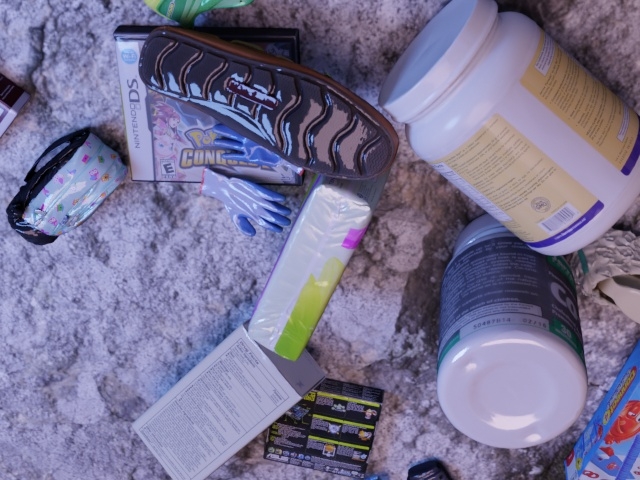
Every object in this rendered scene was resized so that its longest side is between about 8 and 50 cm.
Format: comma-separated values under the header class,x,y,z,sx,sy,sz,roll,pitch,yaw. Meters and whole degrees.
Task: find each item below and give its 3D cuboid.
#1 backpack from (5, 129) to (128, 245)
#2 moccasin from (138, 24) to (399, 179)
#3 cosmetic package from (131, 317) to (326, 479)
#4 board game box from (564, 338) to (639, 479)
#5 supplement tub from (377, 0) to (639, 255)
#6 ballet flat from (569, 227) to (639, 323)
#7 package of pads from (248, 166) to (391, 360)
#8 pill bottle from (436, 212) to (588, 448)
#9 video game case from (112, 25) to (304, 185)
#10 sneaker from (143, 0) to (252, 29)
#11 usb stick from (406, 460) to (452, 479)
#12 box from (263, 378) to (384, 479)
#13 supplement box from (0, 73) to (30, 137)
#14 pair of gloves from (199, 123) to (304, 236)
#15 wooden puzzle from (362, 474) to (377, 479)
class,x,y,z,sx,sy,sz,roll,pitch,yaw
backpack,-0.390,-0.085,1.790,0.182,0.152,0.115,-43,113,14
moccasin,-0.066,-0.193,1.606,0.380,0.147,0.139,19,108,13
cosmetic package,-0.158,0.273,1.953,0.309,0.113,0.160,-41,84,26
board game box,0.618,0.344,1.937,0.308,0.086,0.302,19,122,-4
supplement tub,0.269,-0.162,1.589,0.331,0.241,0.241,38,118,-15
ballet flat,0.565,0.114,1.781,0.409,0.147,0.147,23,121,-7
package of pads,0.000,0.000,1.729,0.101,0.229,0.296,26,119,-2
pill bottle,0.275,0.114,1.683,0.204,0.361,0.204,3,122,5
video game case,-0.165,-0.201,1.742,0.275,0.035,0.248,2,121,6
sneaker,-0.112,-0.399,1.590,0.295,0.109,0.123,-30,130,24
usb stick,0.247,0.515,2.112,0.077,0.045,0.278,-22,115,20
box,0.003,0.327,2.033,0.190,0.045,0.184,11,119,2
supplement box,-0.582,-0.236,1.753,0.239,0.073,0.130,37,118,-15
pair of gloves,-0.103,-0.099,1.744,0.159,0.023,0.198,25,118,8
wooden puzzle,0.094,0.464,2.096,0.078,0.014,0.116,-19,140,13
